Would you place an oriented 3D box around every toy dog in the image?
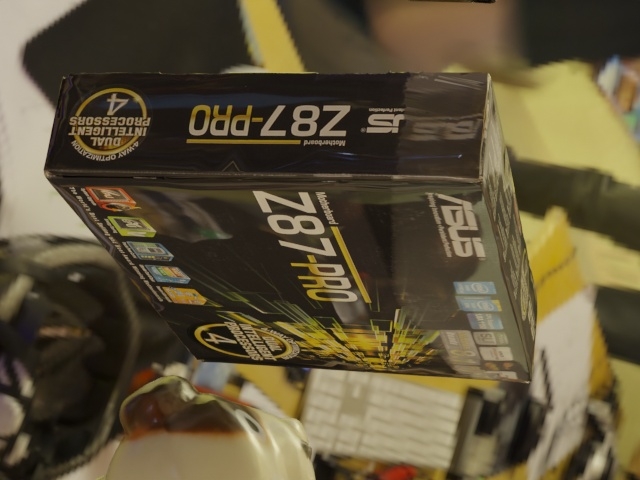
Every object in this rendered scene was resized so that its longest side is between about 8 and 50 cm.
[{"bbox_3d":[-0.158,0.294,1.558,0.395,0.408,0.284,2,58,-26],"label":"toy dog"}]

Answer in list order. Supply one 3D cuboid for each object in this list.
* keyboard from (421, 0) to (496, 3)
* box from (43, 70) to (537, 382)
[{"bbox_3d":[0.137,-0.360,1.263,0.201,0.033,0.317,-8,106,-47],"label":"keyboard"},{"bbox_3d":[0.000,0.000,1.202,0.395,0.318,0.097,65,29,-62],"label":"box"}]
